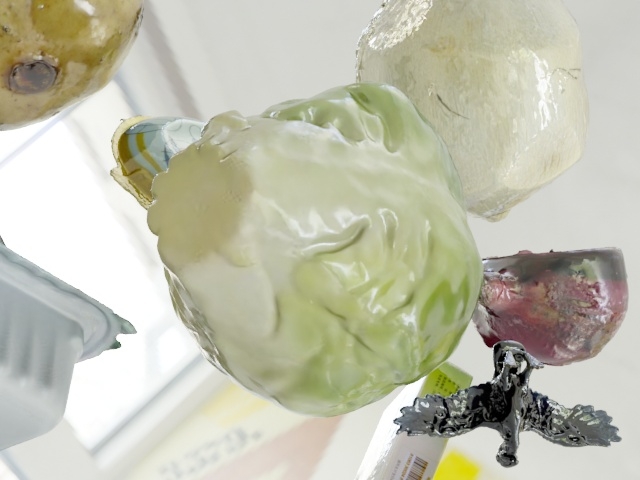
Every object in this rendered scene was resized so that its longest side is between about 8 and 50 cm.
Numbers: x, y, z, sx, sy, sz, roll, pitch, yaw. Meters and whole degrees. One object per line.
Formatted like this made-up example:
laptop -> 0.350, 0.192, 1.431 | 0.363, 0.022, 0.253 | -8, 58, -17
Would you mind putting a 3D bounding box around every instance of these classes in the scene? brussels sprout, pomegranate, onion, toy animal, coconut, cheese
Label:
brussels sprout -> 0.006, 0.011, 1.293 | 0.242, 0.316, 0.274 | -3, -78, 40
pomegranate -> -0.326, -0.250, 1.571 | 0.281, 0.281, 0.281 | 38, -23, 20
onion -> 0.241, 0.072, 1.744 | 0.195, 0.218, 0.140 | 5, -86, 41
toy animal -> 0.170, 0.148, 1.364 | 0.062, 0.220, 0.108 | -141, -126, -73
coconut -> 0.222, -0.202, 2.230 | 0.346, 0.346, 0.360 | 18, -65, 50
cheese -> -0.112, -0.078, 1.559 | 0.177, 0.270, 0.069 | 42, -59, 16

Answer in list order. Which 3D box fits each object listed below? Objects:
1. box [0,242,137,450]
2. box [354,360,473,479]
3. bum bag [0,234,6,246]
box -> -0.343, 0.098, 1.262 | 0.264, 0.106, 0.336 | -21, -35, 23
box -> 0.094, 0.291, 1.913 | 0.062, 0.260, 0.175 | 30, -37, -3
bum bag -> -0.505, 0.051, 2.009 | 0.137, 0.074, 0.310 | 45, -54, -4
